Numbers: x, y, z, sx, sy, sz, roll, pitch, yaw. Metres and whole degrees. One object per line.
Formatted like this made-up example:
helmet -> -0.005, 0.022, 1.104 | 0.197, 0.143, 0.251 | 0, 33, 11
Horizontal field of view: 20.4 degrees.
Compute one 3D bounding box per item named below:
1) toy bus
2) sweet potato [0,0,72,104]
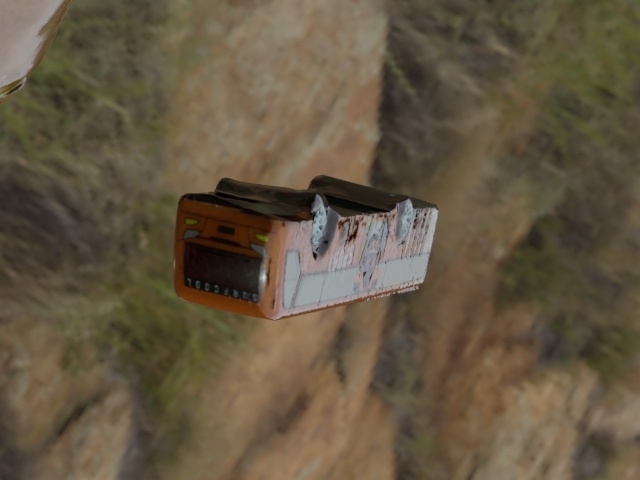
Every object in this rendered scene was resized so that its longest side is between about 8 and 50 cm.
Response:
toy bus -> 0.000, 0.000, 1.384 | 0.409, 0.093, 0.092 | -5, 106, -70
sweet potato -> -0.091, -0.062, 0.426 | 0.274, 0.067, 0.067 | -37, 176, 30
